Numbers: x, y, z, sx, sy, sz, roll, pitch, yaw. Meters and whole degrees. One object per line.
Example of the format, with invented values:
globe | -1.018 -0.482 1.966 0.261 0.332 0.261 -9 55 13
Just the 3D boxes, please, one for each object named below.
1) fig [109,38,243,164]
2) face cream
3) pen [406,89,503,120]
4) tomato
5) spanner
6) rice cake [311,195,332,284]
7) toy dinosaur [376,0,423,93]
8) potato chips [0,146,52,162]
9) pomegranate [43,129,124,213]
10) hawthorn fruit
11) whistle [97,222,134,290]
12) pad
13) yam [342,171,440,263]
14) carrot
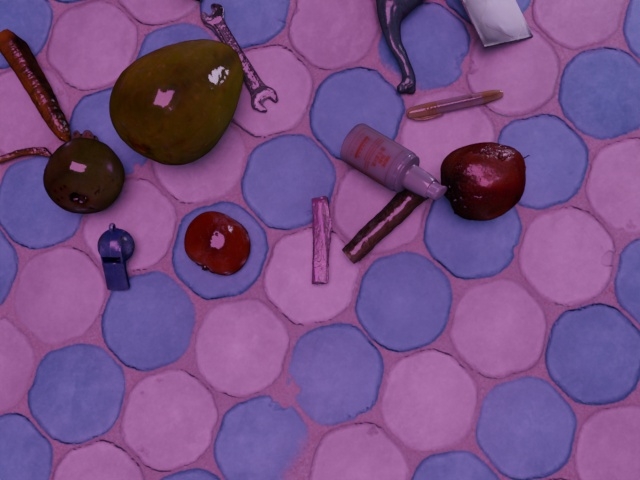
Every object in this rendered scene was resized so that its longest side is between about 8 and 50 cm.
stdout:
fig | -0.308 -0.325 1.699 0.258 0.258 0.326 40 72 7
face cream | 0.168 -0.163 1.698 0.251 0.101 0.101 34 84 23
pen | 0.317 -0.317 1.782 0.233 0.032 0.040 -11 105 0
tomato | -0.240 0.003 1.727 0.159 0.091 0.139 30 83 8
spanner | -0.198 -0.439 1.823 0.071 0.017 0.302 -32 83 -3
rice cake | 0.000 0.000 1.746 0.047 0.036 0.207 3 82 -8
toy dinosaur | 0.245 -0.579 1.800 0.383 0.129 0.331 -39 93 -5
potato chips | -0.740 -0.194 1.804 0.203 0.026 0.037 -12 95 -1
pomegranate | -0.530 -0.166 1.724 0.179 0.179 0.211 10 70 3
hawthorn fruit | 0.381 -0.150 1.694 0.235 0.181 0.181 -29 82 -14
whistle | -0.467 0.029 1.745 0.090 0.090 0.158 -1 121 2
pad | 0.396 -0.573 1.792 0.163 0.004 0.243 -19 81 -28
yam | 0.161 -0.053 1.739 0.274 0.061 0.061 -43 83 -3
carrot | -0.672 -0.364 1.803 0.066 0.066 0.314 -33 82 -3
